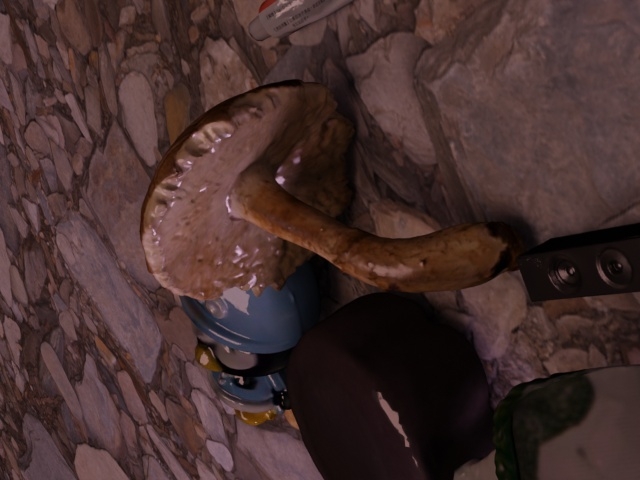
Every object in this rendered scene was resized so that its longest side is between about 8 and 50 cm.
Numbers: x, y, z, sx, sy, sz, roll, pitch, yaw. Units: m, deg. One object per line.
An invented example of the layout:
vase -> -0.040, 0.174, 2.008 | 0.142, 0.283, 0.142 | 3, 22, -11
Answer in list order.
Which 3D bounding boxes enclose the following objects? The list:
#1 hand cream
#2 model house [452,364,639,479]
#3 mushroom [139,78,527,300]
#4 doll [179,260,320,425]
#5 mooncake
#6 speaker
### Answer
hand cream -> -0.001, -0.225, 0.881 | 0.052, 0.038, 0.216 | 47, 147, -19
model house -> 0.200, 0.255, 0.762 | 0.301, 0.190, 0.272 | 121, 142, -67
mushroom -> -0.017, -0.030, 0.852 | 0.301, 0.233, 0.208 | 4, 123, 56
doll -> -0.082, 0.086, 1.118 | 0.177, 0.141, 0.314 | 39, 144, 29
mooncake -> 0.068, 0.173, 0.963 | 0.245, 0.133, 0.245 | 35, 138, 38
speaker -> 0.223, 0.012, 0.706 | 0.191, 0.046, 0.040 | -14, 99, 59
